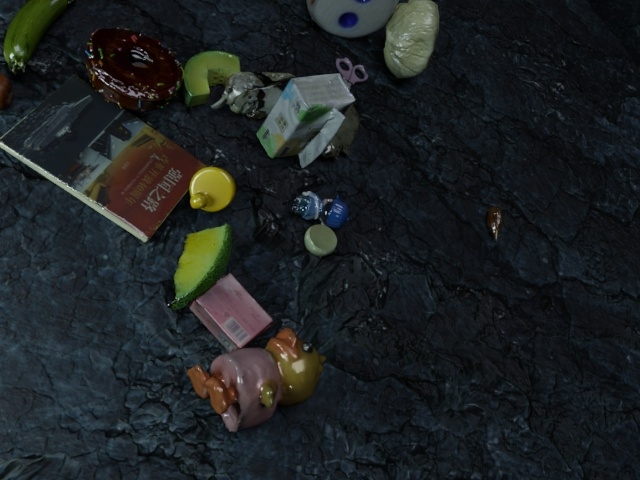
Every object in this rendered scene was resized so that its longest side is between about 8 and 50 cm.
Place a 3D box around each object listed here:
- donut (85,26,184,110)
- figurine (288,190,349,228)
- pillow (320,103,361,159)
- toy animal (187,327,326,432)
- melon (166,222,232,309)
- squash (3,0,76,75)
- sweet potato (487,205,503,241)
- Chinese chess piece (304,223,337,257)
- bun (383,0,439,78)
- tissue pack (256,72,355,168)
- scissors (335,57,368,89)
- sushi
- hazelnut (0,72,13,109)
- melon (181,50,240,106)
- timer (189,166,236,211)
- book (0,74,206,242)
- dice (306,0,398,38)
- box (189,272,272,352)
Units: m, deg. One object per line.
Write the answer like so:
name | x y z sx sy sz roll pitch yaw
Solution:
donut | -0.447 -0.404 1.491 0.235 0.089 0.235 17 50 -21
figurine | 0.000 -0.083 1.575 0.149 0.087 0.086 14 96 -20
pillow | 0.064 -0.304 1.743 0.093 0.051 0.241 36 52 -21
toy animal | -0.106 0.281 1.271 0.281 0.195 0.169 -22 115 -31
melon | -0.265 0.049 1.347 0.114 0.053 0.261 18 41 2
squash | -0.668 -0.503 1.452 0.080 0.071 0.318 56 36 -43
sweet potato | 0.521 -0.048 1.848 0.049 0.049 0.117 17 61 -19
Chinese chess piece | 0.000 0.000 1.554 0.084 0.034 0.084 14 56 -21
bun | 0.272 -0.629 1.922 0.153 0.244 0.243 8 60 -13
tissue pack | -0.031 -0.291 1.572 0.159 0.229 0.145 -17 73 -36
scissors | 0.080 -0.464 1.855 0.110 0.021 0.212 25 53 -13
sushi | -0.163 -0.392 1.643 0.273 0.134 0.109 -10 55 -16
hazelnut | -0.701 -0.322 1.336 0.086 0.086 0.086 13 59 -22
melon | -0.287 -0.423 1.616 0.210 0.064 0.118 -28 79 -38
timer | -0.251 -0.117 1.436 0.107 0.107 0.109 40 9 -3
book | -0.479 -0.191 1.409 0.374 0.028 0.262 34 51 -7
dice | 0.107 -0.798 1.911 0.243 0.251 0.259 10 60 -21
box | -0.193 0.158 1.349 0.156 0.060 0.111 49 55 3
